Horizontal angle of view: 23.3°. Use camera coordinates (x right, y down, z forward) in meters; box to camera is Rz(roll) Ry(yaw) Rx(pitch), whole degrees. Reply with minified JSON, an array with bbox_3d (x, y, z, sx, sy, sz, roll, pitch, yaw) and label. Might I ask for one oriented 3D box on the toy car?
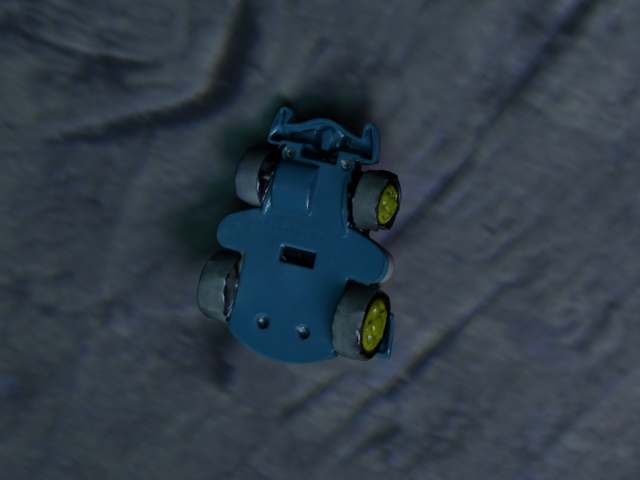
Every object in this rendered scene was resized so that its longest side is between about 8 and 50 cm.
[{"bbox_3d":[0.000,0.000,1.019,0.126,0.098,0.161,12,91,24],"label":"toy car"}]
